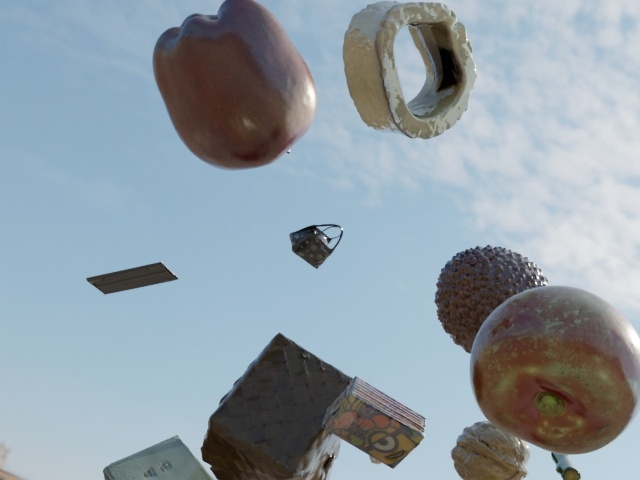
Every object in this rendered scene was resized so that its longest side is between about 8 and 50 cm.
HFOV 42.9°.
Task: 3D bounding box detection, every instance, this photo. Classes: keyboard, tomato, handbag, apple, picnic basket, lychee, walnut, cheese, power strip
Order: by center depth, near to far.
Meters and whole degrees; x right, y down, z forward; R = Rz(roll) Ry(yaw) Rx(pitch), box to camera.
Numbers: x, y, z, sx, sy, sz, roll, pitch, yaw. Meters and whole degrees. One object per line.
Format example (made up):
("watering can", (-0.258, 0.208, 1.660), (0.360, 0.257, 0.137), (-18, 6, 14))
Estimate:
("tomato", (0.378, 0.195, 1.294), (0.270, 0.223, 0.270), (13, -49, 15))
("apple", (-0.150, -0.275, 1.497), (0.288, 0.288, 0.317), (-5, -58, 42))
("power strip", (-0.306, 0.507, 1.616), (0.213, 0.198, 0.065), (45, -55, 27))
("picnic basket", (-0.083, 0.384, 1.625), (0.254, 0.291, 0.321), (32, -34, 14))
("keyboard", (-0.381, 0.077, 1.639), (0.198, 0.010, 0.064), (-12, -41, 27))
("cheese", (0.210, -0.414, 1.920), (0.153, 0.292, 0.332), (23, -36, 51))
("lychee", (0.423, 0.149, 1.990), (0.304, 0.276, 0.275), (36, -29, -11))
("handbag", (0.000, 0.000, 2.170), (0.139, 0.072, 0.115), (-33, -50, 24))
("walnut", (0.474, 0.600, 2.260), (0.198, 0.198, 0.245), (34, -11, -25))

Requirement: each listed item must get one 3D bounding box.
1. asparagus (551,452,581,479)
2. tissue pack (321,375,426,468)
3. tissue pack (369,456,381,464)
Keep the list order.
("asparagus", (0.579, 0.534, 1.932), (0.041, 0.045, 0.178), (50, 6, 3))
("tissue pack", (0.091, 0.309, 1.377), (0.148, 0.060, 0.109), (31, -54, -4))
("tissue pack", (0.116, 0.383, 1.578), (0.062, 0.083, 0.042), (-32, -36, 18))
